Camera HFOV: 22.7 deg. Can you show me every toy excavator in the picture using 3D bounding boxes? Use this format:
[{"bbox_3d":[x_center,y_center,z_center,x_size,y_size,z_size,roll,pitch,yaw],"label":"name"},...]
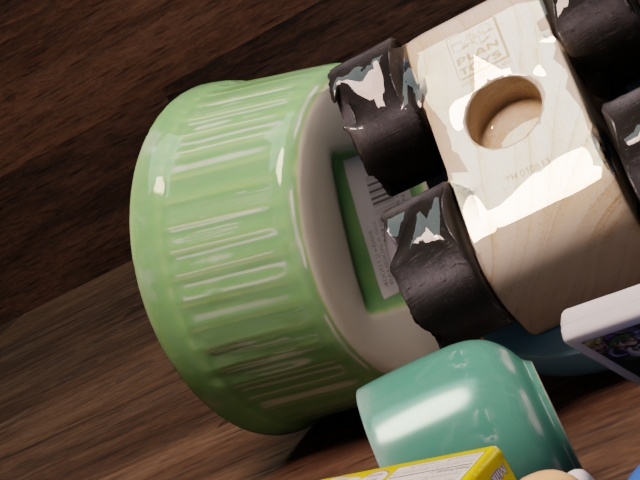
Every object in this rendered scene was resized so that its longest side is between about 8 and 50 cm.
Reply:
[{"bbox_3d":[0.199,-0.050,1.265,0.222,0.445,0.432,-26,52,14],"label":"toy excavator"}]

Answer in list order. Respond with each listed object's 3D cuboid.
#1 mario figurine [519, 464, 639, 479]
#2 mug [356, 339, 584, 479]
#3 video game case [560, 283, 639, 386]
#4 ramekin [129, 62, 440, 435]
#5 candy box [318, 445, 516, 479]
[{"bbox_3d":[0.145,0.107,0.654,0.170,0.198,0.320,23,31,24],"label":"mario figurine"},{"bbox_3d":[0.091,0.119,0.909,0.097,0.129,0.158,-26,10,6],"label":"mug"},{"bbox_3d":[0.247,0.044,0.803,0.190,0.173,0.022,-23,54,35],"label":"video game case"},{"bbox_3d":[0.000,0.000,1.306,0.148,0.303,0.303,-14,17,34],"label":"ramekin"},{"bbox_3d":[-0.006,0.154,0.796,0.206,0.027,0.105,-20,17,46],"label":"candy box"}]
